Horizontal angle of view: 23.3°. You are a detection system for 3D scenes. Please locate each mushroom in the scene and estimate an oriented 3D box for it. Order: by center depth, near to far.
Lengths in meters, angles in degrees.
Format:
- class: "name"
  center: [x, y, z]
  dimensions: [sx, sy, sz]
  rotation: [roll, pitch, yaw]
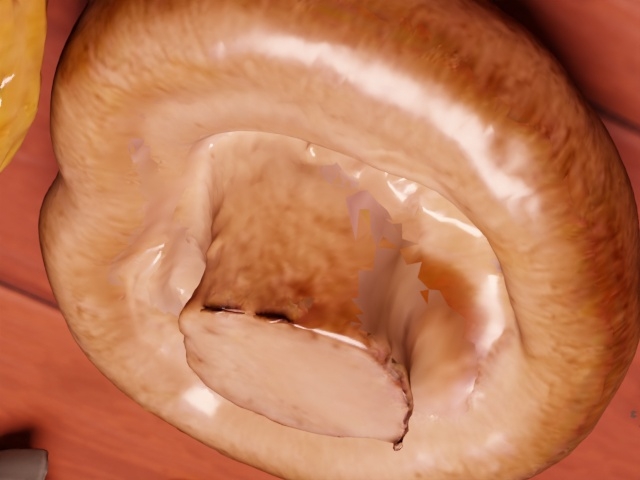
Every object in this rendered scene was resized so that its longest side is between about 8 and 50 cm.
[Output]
- class: "mushroom"
  center: [0.000, 0.000, 0.642]
  dimensions: [0.278, 0.146, 0.278]
  rotation: [12, 135, 12]

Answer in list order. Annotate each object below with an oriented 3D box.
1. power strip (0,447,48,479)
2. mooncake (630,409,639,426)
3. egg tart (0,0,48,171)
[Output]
- class: "power strip"
  center: [-0.144, 0.199, 0.882]
  dimensions: [0.167, 0.054, 0.253]
  rotation: [-23, 125, 42]
- class: "mooncake"
  center: [0.055, 0.122, 0.804]
  dimensions: [0.346, 0.057, 0.150]
  rotation: [-8, 143, 11]
- class: "egg tart"
  center: [-0.305, -0.126, 0.518]
  dimensions: [0.443, 0.178, 0.443]
  rotation: [-1, 121, -1]
